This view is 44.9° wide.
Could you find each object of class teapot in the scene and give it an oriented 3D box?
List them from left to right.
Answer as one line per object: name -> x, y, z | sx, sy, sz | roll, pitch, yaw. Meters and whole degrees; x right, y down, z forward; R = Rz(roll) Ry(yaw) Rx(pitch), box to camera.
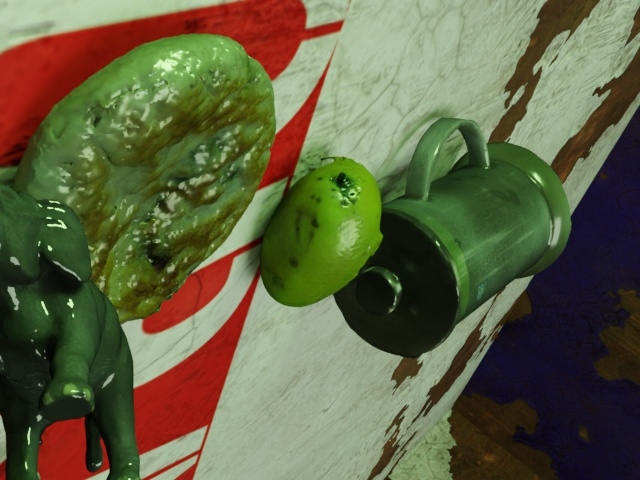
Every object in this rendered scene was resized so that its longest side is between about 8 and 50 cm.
teapot -> 0.162, -0.018, 0.981 | 0.337, 0.200, 0.271 | -27, 122, -47

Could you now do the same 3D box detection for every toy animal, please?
toy animal -> -0.155, 0.041, 0.393 | 0.082, 0.137, 0.270 | -13, 135, -5

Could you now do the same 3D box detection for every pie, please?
pie -> -0.114, -0.032, 0.526 | 0.240, 0.054, 0.240 | -45, 160, -21

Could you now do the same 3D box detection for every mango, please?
mango -> 0.001, 0.001, 0.763 | 0.119, 0.100, 0.178 | -32, 159, -49

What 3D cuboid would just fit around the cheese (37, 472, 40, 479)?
cheese -> -0.315, 0.272, 0.561 | 0.248, 0.070, 0.163 | -26, 146, -53
